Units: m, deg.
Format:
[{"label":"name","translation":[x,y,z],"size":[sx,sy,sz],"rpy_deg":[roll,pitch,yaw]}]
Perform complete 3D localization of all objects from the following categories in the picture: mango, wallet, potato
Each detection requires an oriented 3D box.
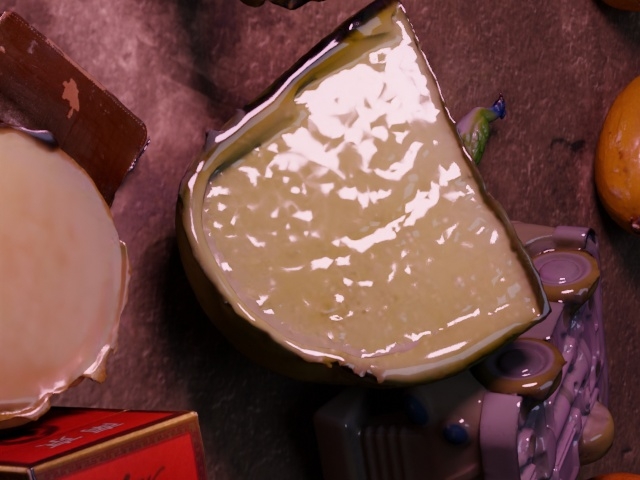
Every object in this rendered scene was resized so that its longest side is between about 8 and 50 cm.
[{"label":"mango","translation":[0.410,-0.117,1.980],"size":[0.176,0.119,0.317],"rpy_deg":[57,41,-22]},{"label":"wallet","translation":[-0.220,-0.105,1.371],"size":[0.176,0.026,0.095],"rpy_deg":[40,64,-35]},{"label":"potato","translation":[0.000,0.000,1.491],"size":[0.280,0.213,0.330],"rpy_deg":[-24,82,-20]}]

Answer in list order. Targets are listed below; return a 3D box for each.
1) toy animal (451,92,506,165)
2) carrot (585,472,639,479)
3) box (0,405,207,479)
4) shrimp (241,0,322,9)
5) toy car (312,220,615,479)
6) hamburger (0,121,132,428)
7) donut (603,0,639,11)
[{"label":"toy animal","translation":[0.130,-0.083,1.730],"size":[0.075,0.041,0.217],"rpy_deg":[52,56,-31]},{"label":"carrot","translation":[0.313,0.350,1.750],"size":[0.331,0.214,0.193],"rpy_deg":[-34,113,-47]},{"label":"box","translation":[-0.216,0.167,1.185],"size":[0.153,0.240,0.074],"rpy_deg":[-9,94,-47]},{"label":"shrimp","translation":[-0.058,-0.409,1.432],"size":[0.221,0.110,0.445],"rpy_deg":[9,71,-52]},{"label":"toy car","translation":[0.156,0.152,1.629],"size":[0.336,0.226,0.242],"rpy_deg":[-58,145,-52]},{"label":"hamburger","translation":[-0.261,0.028,1.219],"size":[0.237,0.149,0.237],"rpy_deg":[7,77,-34]},{"label":"donut","translation":[0.375,-0.341,1.987],"size":[0.181,0.078,0.146],"rpy_deg":[-53,130,-47]}]
